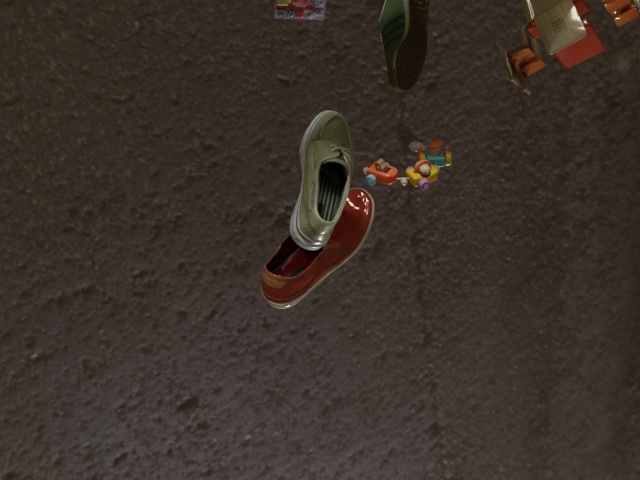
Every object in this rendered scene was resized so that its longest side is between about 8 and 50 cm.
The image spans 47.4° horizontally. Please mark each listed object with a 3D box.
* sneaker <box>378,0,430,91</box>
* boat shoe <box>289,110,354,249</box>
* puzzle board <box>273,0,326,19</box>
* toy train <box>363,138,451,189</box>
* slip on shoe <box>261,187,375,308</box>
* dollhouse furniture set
[{"bbox_3d":[0.137,-0.355,1.265,0.064,0.086,0.192,2,99,-34],"label":"sneaker"},{"bbox_3d":[0.020,-0.122,1.310,0.109,0.302,0.094,23,145,-22],"label":"boat shoe"},{"bbox_3d":[-0.049,-0.588,1.793,0.128,0.011,0.096,0,136,-7],"label":"puzzle board"},{"bbox_3d":[0.159,-0.144,1.292,0.166,0.125,0.046,-39,139,-36],"label":"toy train"},{"bbox_3d":[0.000,0.000,1.511,0.331,0.123,0.101,-45,150,-25],"label":"slip on shoe"},{"bbox_3d":[0.460,-0.376,1.345,0.262,0.135,0.259,-26,161,28],"label":"dollhouse furniture set"}]
